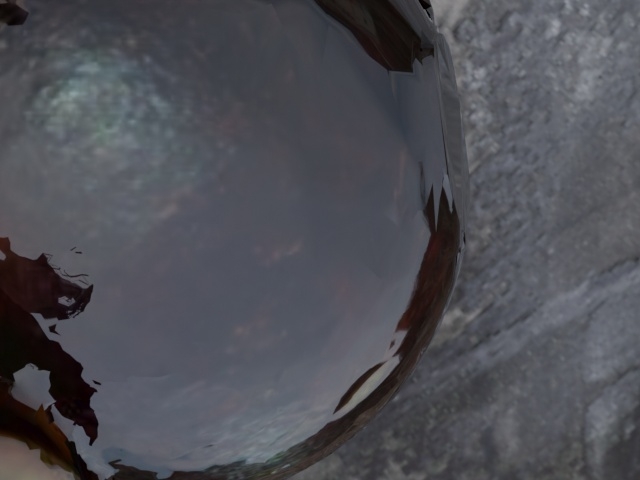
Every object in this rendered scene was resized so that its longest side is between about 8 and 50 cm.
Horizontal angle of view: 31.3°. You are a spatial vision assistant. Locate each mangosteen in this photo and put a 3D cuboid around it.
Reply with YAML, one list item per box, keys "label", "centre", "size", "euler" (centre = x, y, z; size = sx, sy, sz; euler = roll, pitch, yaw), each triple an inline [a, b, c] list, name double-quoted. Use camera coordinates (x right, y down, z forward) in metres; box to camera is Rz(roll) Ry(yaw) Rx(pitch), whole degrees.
- label: "mangosteen"
  centre: [-0.088, -0.018, 0.447]
  size: [0.311, 0.311, 0.311]
  euler: [-17, 133, -19]
